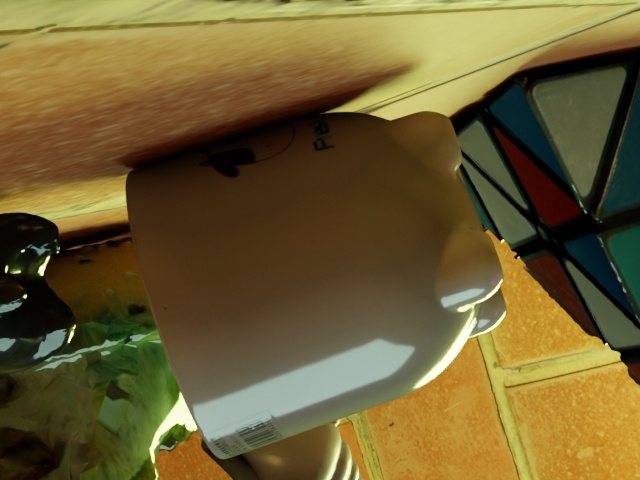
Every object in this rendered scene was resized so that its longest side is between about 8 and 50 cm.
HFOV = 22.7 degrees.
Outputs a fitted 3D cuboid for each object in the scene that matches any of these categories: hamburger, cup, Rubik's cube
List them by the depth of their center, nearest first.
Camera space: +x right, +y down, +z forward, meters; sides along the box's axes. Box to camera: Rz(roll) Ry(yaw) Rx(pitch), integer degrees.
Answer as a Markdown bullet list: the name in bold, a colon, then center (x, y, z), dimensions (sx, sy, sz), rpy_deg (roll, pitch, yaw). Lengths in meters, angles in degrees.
- **cup**: center (0.004, 0.011, 0.722), dimensions (0.142, 0.134, 0.173), rpy_deg (-19, 177, 2)
- **Rubik's cube**: center (0.177, -0.068, 0.877), dimensions (0.250, 0.284, 0.234), rpy_deg (-42, 150, 11)
- **hamburger**: center (-0.191, 0.099, 1.004), dimensions (0.288, 0.167, 0.192), rpy_deg (-16, 179, -14)

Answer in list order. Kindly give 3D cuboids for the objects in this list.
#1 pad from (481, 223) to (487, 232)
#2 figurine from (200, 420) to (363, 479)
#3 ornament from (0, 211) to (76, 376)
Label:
- **pad**: center (0.025, -0.034, 1.416), dimensions (0.315, 0.063, 0.375), rpy_deg (-10, -173, 22)
- **figurine**: center (-0.018, 0.092, 1.159), dimensions (0.181, 0.257, 0.208), rpy_deg (10, 163, 21)
- **ornament**: center (-0.243, 0.056, 0.669), dimensions (0.236, 0.080, 0.202), rpy_deg (-15, -179, -38)
